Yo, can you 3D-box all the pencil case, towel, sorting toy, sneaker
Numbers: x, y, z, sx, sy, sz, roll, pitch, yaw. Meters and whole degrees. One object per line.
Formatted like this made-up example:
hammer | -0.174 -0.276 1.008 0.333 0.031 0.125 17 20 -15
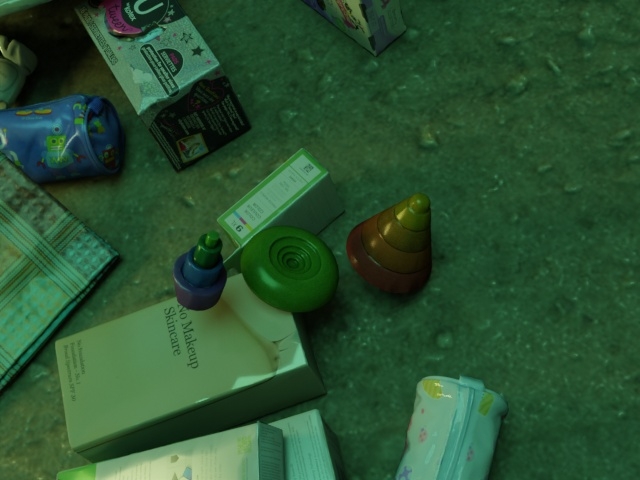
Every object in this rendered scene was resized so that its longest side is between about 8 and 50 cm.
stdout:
pencil case | 0.129 0.290 1.083 0.113 0.124 0.273 12 66 19
pencil case | -0.455 -0.149 1.448 0.306 0.133 0.119 -5 33 10
towel | -0.500 0.072 1.333 0.271 0.040 0.370 41 76 -1
sorting toy | 0.000 0.000 1.169 0.365 0.126 0.127 -8 56 -28
sneaker | -0.613 -0.278 1.572 0.292 0.110 0.118 7 74 17

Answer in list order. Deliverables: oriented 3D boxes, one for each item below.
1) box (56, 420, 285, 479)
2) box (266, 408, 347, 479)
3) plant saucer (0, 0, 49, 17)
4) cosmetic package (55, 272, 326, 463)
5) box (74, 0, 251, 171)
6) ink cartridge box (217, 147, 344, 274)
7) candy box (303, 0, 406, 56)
box | -0.181 0.355 1.102 0.322 0.058 0.232 -18 59 27
box | -0.021 0.272 1.141 0.087 0.101 0.102 -18 59 5
plant saucer | -0.448 -0.428 1.482 0.400 0.101 0.400 -16 22 7
cosmetic package | -0.166 0.162 1.228 0.309 0.113 0.160 -21 59 3
box | -0.233 -0.260 1.431 0.142 0.163 0.247 -33 60 -4
ink cartridge box | -0.071 -0.017 1.298 0.209 0.109 0.062 -42 61 -9
candy box | 0.029 -0.394 1.436 0.070 0.165 0.196 -42 61 -9
